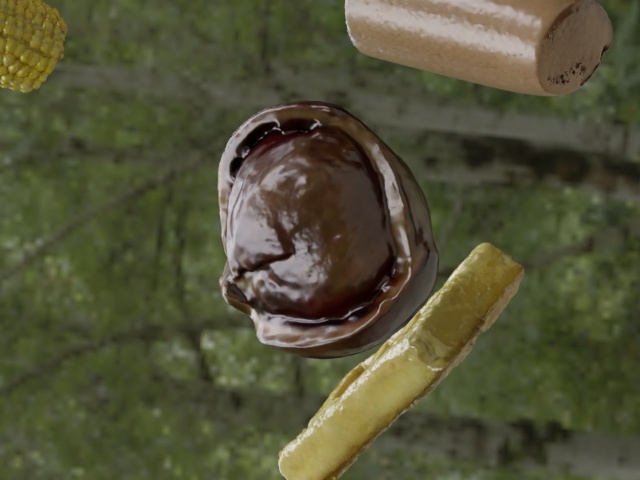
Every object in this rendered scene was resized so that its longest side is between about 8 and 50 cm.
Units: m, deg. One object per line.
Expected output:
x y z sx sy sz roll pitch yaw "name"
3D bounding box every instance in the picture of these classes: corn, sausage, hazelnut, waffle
-0.310 -0.184 1.353 0.081 0.248 0.081 -45 33 41 "corn"
0.160 -0.222 1.862 0.123 0.253 0.123 -40 -42 -49 "sausage"
0.006 -0.005 1.439 0.170 0.160 0.202 -52 43 28 "hazelnut"
0.068 0.122 1.660 0.168 0.057 0.274 -45 -2 -46 "waffle"
